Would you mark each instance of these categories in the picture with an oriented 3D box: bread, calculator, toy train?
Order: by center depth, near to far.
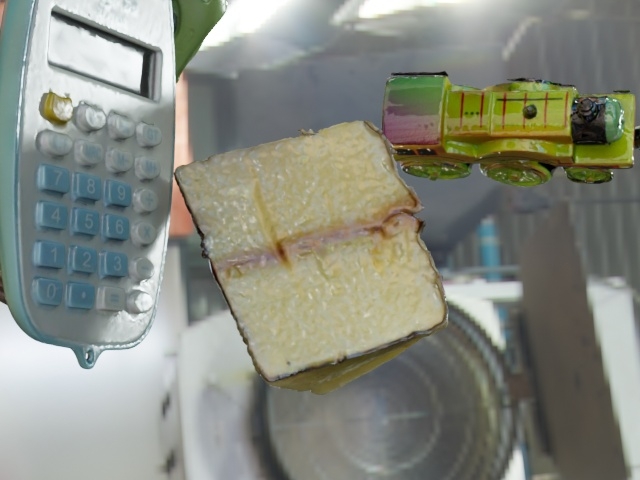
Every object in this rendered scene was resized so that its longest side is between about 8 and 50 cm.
[{"bbox_3d":[-0.208,-0.078,1.482,0.054,0.256,0.387,-4,-97,25],"label":"calculator"},{"bbox_3d":[0.000,0.000,1.525,0.178,0.135,0.240,-30,-110,18],"label":"bread"},{"bbox_3d":[0.214,-0.124,1.863,0.160,0.296,0.101,47,46,-69],"label":"toy train"}]

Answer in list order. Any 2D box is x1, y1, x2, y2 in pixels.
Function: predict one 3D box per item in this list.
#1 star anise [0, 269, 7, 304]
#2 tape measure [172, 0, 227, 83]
[{"bbox_3d":[-0.369,-0.025,1.585,0.331,0.117,0.332,-8,-109,22],"label":"star anise"},{"bbox_3d":[-0.188,-0.232,1.684,0.200,0.175,0.106,-51,-159,24],"label":"tape measure"}]
